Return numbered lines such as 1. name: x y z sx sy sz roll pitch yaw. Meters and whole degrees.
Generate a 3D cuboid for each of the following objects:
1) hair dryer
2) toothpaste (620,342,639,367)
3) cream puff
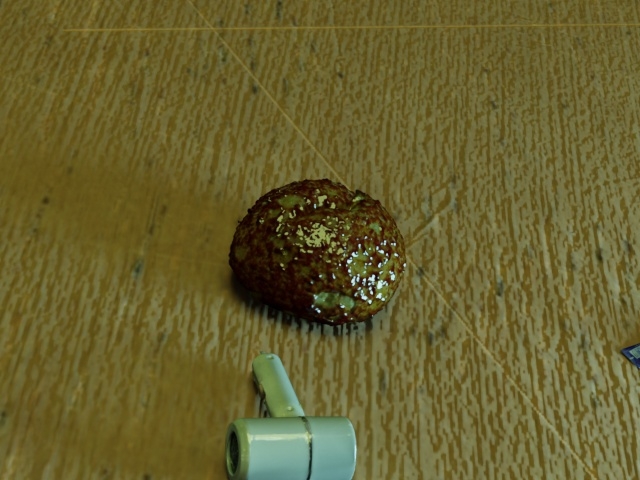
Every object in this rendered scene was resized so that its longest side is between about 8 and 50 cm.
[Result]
1. hair dryer: -0.032 0.120 1.143 0.082 0.047 0.137 2 30 -18
2. toothpaste: 0.284 0.085 1.340 0.083 0.015 0.024 -18 46 -31
3. cream puff: 0.000 0.000 1.292 0.149 0.084 0.149 12 33 -8
